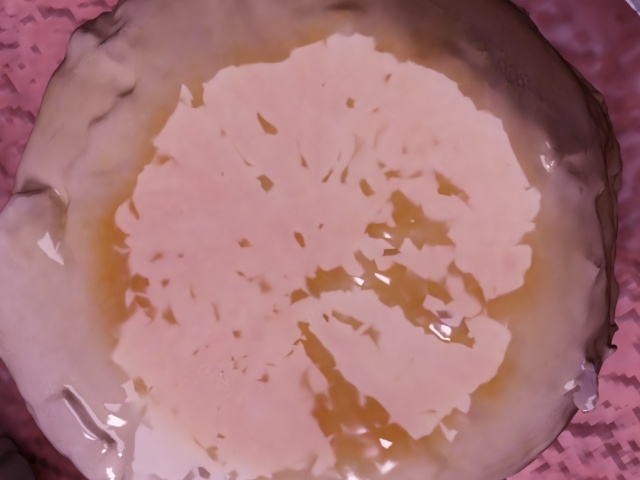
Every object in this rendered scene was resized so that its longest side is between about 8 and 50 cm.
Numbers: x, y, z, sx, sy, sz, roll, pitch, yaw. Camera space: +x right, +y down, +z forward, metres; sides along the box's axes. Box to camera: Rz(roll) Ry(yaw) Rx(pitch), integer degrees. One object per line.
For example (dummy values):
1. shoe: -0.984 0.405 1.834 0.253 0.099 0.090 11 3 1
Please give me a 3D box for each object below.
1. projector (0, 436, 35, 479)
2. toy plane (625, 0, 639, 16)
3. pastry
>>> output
1. projector: -0.095 0.134 0.379 0.061 0.115 0.147 -13 93 5
2. toy plane: 0.110 -0.194 0.340 0.212 0.088 0.267 39 98 2
3. pastry: 0.000 0.000 0.370 0.165 0.088 0.166 1 94 8
